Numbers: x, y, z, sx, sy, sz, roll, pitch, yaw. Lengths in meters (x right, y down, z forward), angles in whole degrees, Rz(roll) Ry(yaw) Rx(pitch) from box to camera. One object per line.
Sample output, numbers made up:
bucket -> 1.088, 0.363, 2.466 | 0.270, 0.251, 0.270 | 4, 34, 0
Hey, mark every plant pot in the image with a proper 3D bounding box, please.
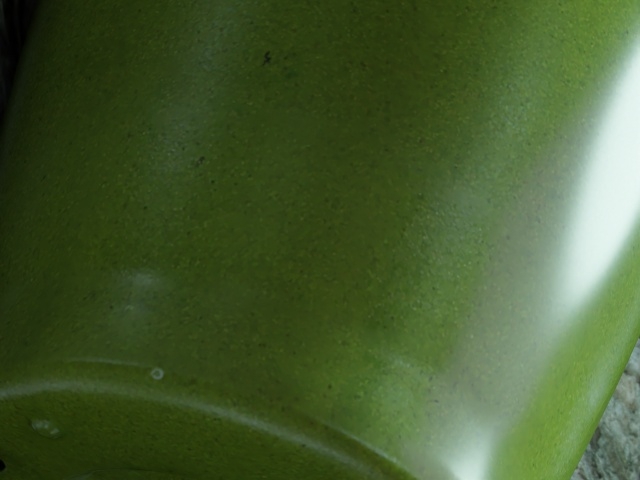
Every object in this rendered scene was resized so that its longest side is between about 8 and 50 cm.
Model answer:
plant pot -> 0.000, 0.000, 0.658 | 0.366, 0.367, 0.353 | 83, 20, -49
